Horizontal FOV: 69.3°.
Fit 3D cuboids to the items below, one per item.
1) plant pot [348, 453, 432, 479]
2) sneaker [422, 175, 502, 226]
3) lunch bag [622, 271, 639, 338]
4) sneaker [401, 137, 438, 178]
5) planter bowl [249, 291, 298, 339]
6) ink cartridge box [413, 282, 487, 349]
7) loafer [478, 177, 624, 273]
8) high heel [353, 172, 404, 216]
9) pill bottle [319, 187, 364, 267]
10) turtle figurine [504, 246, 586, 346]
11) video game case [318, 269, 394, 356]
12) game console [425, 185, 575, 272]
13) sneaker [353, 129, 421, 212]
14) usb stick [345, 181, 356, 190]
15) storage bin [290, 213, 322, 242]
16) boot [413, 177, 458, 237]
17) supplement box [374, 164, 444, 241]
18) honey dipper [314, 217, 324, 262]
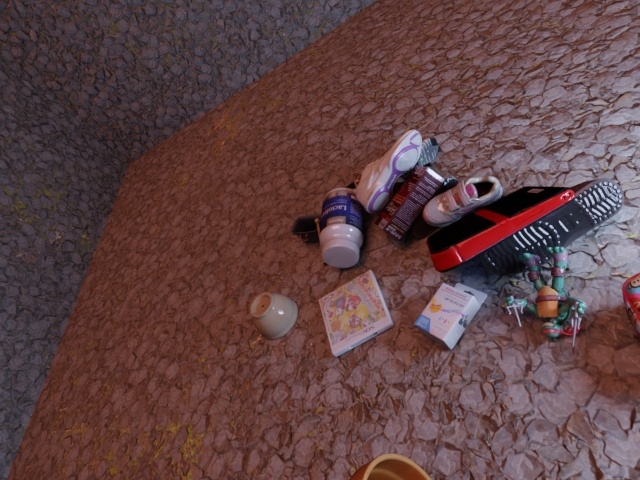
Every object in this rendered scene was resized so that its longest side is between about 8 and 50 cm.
[{"bbox_3d":[0.111,0.603,0.913,0.203,0.291,0.290,-40,36,30],"label":"plant pot"},{"bbox_3d":[0.421,-0.129,1.380,0.253,0.111,0.102,-27,70,5],"label":"sneaker"},{"bbox_3d":[0.769,0.148,0.873,0.293,0.120,0.258,-23,43,22],"label":"lunch bag"},{"bbox_3d":[0.318,-0.298,1.659,0.132,0.086,0.229,7,40,44],"label":"sneaker"},{"bbox_3d":[-0.173,0.244,1.593,0.162,0.109,0.162,-22,43,23],"label":"planter bowl"},{"bbox_3d":[0.349,0.186,1.240,0.181,0.061,0.104,-52,40,-12],"label":"ink cartridge box"},{"bbox_3d":[0.590,-0.032,1.213,0.366,0.133,0.130,-30,4,18],"label":"loafer"},{"bbox_3d":[0.237,-0.202,1.657,0.186,0.093,0.261,-41,54,11],"label":"high heel"},{"bbox_3d":[0.075,-0.044,1.611,0.153,0.153,0.264,-20,45,26],"label":"pill bottle"},{"bbox_3d":[0.530,0.139,1.087,0.175,0.118,0.233,-11,62,37],"label":"turtle figurine"},{"bbox_3d":[0.103,0.222,1.444,0.207,0.026,0.226,-32,40,13],"label":"video game case"},{"bbox_3d":[0.440,-0.040,1.208,0.342,0.060,0.386,-28,2,12],"label":"game console"},{"bbox_3d":[0.212,-0.247,1.546,0.305,0.114,0.152,-55,44,14],"label":"sneaker"},{"bbox_3d":[0.216,-0.246,1.762,0.278,0.045,0.077,-32,36,14],"label":"usb stick"},{"bbox_3d":[-0.031,-0.033,1.739,0.135,0.091,0.098,-5,52,38],"label":"storage bin"},{"bbox_3d":[0.362,-0.106,1.511,0.219,0.082,0.106,-55,12,2],"label":"boot"},{"bbox_3d":[0.282,-0.123,1.494,0.239,0.073,0.130,-56,12,7],"label":"supplement box"},{"bbox_3d":[0.000,0.000,1.650,0.031,0.031,0.160,-9,94,35],"label":"honey dipper"}]
